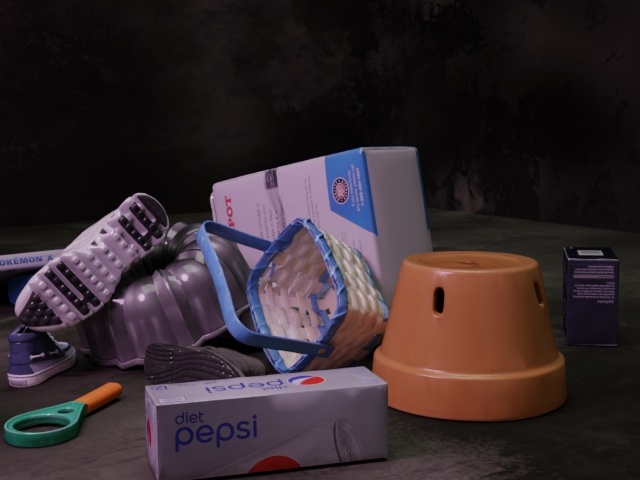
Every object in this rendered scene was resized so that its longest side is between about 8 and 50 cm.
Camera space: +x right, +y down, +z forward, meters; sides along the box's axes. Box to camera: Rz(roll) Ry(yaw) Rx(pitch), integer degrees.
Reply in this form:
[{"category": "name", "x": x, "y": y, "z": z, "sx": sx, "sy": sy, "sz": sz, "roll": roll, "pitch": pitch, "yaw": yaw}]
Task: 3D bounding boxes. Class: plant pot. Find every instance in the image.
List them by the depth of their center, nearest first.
[{"category": "plant pot", "x": 0.221, "y": 0.128, "z": 1.526, "sx": 0.291, "sy": 0.203, "sz": 0.291, "roll": 0, "pitch": 7, "yaw": 0}]

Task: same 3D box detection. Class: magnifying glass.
[{"category": "magnifying glass", "x": -0.342, "y": 0.235, "z": 1.404, "sx": 0.092, "sy": 0.026, "sz": 0.231, "roll": 3, "pitch": 8, "yaw": 20}]

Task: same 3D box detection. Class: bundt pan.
[{"category": "bundt pan", "x": -0.279, "y": 0.073, "z": 1.764, "sx": 0.331, "sy": 0.124, "sz": 0.331, "roll": -15, "pitch": 24, "yaw": 7}]

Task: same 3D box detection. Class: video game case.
[{"category": "video game case", "x": -0.734, "y": 0.074, "z": 2.204, "sx": 0.300, "sy": 0.036, "sz": 0.329, "roll": -7, "pitch": -6, "yaw": -39}]

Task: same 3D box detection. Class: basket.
[{"category": "basket", "x": -0.046, "y": 0.089, "z": 1.609, "sx": 0.289, "sy": 0.201, "sz": 0.254, "roll": 22, "pitch": 31, "yaw": -36}]

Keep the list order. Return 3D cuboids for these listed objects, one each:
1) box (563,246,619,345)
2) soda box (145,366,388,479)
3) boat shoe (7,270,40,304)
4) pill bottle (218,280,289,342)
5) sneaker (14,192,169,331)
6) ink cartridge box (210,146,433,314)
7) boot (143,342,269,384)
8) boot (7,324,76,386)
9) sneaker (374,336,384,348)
[{"category": "box", "x": 0.494, "y": 0.099, "z": 1.885, "sx": 0.093, "sy": 0.158, "sz": 0.156, "roll": 1, "pitch": 8, "yaw": 11}, {"category": "soda box", "x": -0.064, "y": 0.220, "z": 1.242, "sx": 0.286, "sy": 0.098, "sz": 0.091, "roll": -2, "pitch": 7, "yaw": -18}, {"category": "boat shoe", "x": -0.533, "y": 0.091, "z": 2.153, "sx": 0.258, "sy": 0.109, "sz": 0.089, "roll": 6, "pitch": 6, "yaw": 24}, {"category": "pill bottle", "x": -0.160, "y": 0.123, "z": 1.869, "sx": 0.208, "sy": 0.117, "sz": 0.118, "roll": 7, "pitch": 10, "yaw": 43}, {"category": "sneaker", "x": -0.373, "y": 0.041, "z": 1.655, "sx": 0.292, "sy": 0.110, "sz": 0.118, "roll": -44, "pitch": 21, "yaw": -30}, {"category": "ink cartridge box", "x": 0.000, "y": 0.000, "z": 1.894, "sx": 0.395, "sy": 0.285, "sz": 0.166, "roll": -9, "pitch": -1, "yaw": 43}, {"category": "boot", "x": -0.136, "y": 0.194, "z": 1.525, "sx": 0.161, "sy": 0.083, "sz": 0.246, "roll": 3, "pitch": 7, "yaw": -41}, {"category": "boot", "x": -0.443, "y": 0.169, "z": 1.650, "sx": 0.069, "sy": 0.086, "sz": 0.190, "roll": 1, "pitch": 8, "yaw": 6}, {"category": "sneaker", "x": 0.127, "y": 0.150, "z": 1.850, "sx": 0.188, "sy": 0.067, "sz": 0.078, "roll": -8, "pitch": 17, "yaw": -30}]
